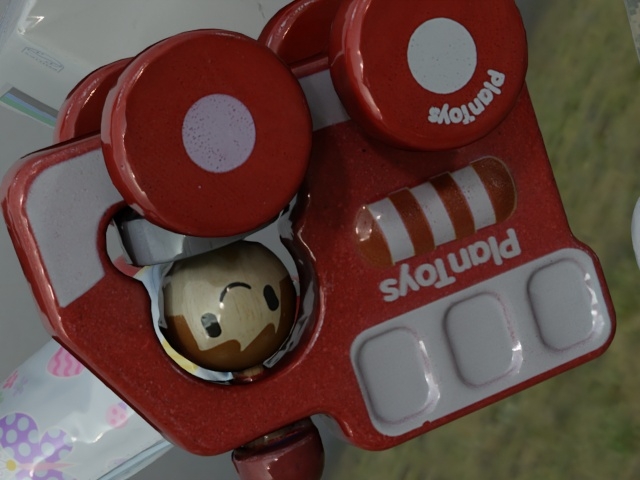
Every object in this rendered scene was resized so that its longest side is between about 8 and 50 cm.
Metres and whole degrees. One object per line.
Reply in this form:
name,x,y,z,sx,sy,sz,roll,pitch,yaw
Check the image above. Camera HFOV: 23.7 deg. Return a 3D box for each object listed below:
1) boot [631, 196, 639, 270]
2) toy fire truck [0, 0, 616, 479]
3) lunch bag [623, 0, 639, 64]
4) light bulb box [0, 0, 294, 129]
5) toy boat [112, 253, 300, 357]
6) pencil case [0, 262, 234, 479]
boot,0.298,0.063,0.940,0.095,0.258,0.123,-44,27,-1
toy fire truck,0.000,0.000,0.817,0.302,0.253,0.169,-22,8,-19
lunch bag,0.300,-0.210,0.896,0.287,0.235,0.169,-21,6,-39
light bulb box,-0.080,-0.238,1.151,0.358,0.225,0.361,-67,16,-8
toy boat,-0.098,0.023,1.478,0.151,0.231,0.151,-16,-61,-43
pencil case,-0.169,0.130,1.044,0.273,0.113,0.124,-39,41,13
